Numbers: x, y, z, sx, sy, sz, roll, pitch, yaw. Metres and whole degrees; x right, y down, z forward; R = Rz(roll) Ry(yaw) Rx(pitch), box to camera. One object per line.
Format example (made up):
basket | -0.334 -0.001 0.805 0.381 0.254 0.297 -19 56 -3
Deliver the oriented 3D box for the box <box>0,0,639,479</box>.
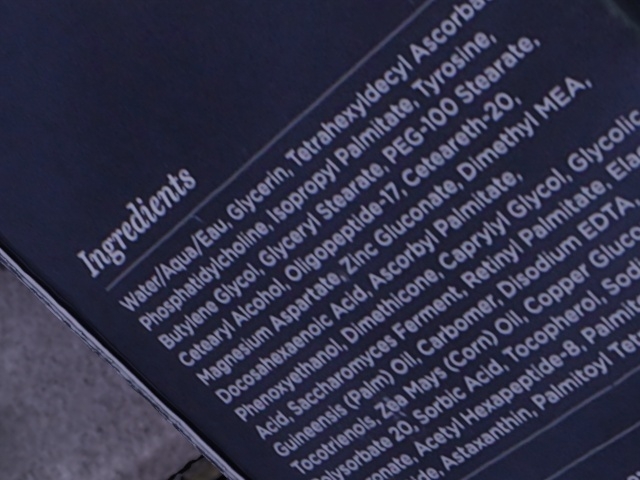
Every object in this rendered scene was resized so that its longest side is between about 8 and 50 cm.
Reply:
box | 0.111 -0.105 0.847 0.472 0.297 0.480 43 39 -8
